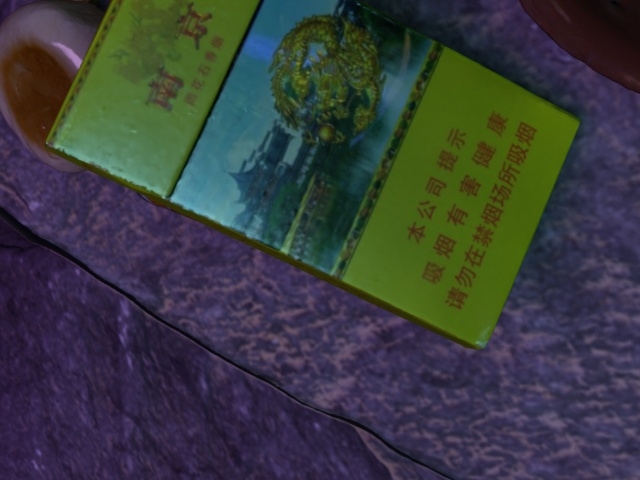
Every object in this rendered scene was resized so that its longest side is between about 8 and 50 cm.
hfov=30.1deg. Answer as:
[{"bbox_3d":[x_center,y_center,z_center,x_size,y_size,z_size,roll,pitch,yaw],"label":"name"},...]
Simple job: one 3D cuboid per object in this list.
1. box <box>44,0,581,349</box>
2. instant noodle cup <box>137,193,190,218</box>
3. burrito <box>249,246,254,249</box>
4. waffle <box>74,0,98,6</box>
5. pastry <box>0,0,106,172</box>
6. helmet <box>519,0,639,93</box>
[{"bbox_3d":[0.001,-0.075,0.826,0.335,0.047,0.187,26,83,-13],"label":"box"},{"bbox_3d":[-0.055,-0.069,0.959,0.185,0.168,0.168,12,114,36],"label":"instant noodle cup"},{"bbox_3d":[0.000,0.000,1.010,0.149,0.041,0.055,12,127,24],"label":"burrito"},{"bbox_3d":[-0.243,-0.271,1.073,0.135,0.021,0.092,39,123,14],"label":"waffle"},{"bbox_3d":[-0.221,-0.140,1.058,0.156,0.092,0.156,12,120,22],"label":"pastry"},{"bbox_3d":[0.246,-0.275,0.621,0.337,0.230,0.385,-23,122,31],"label":"helmet"}]
